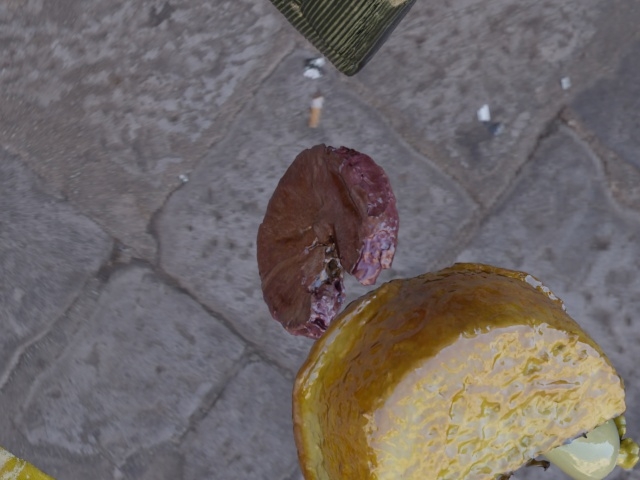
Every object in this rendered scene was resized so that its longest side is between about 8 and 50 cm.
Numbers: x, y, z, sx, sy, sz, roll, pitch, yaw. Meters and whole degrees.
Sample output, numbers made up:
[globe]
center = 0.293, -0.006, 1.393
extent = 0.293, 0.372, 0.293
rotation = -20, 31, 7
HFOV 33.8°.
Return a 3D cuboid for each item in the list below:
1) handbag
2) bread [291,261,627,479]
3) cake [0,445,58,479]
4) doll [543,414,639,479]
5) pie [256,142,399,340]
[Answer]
[handbag]
center = 0.052, -0.414, 1.406
extent = 0.240, 0.247, 0.340
rotation = 40, 45, -7
[bread]
center = 0.090, 0.094, 0.724
extent = 0.229, 0.143, 0.139
rotation = -25, 118, -14
[cake]
center = -0.419, 0.323, 1.343
extent = 0.185, 0.080, 0.116
rotation = 47, 45, -18
[doll]
center = 0.343, 0.273, 1.527
extent = 0.296, 0.117, 0.141
rotation = 23, 41, -39
[pie]
center = 0.000, 0.000, 1.144
extent = 0.054, 0.204, 0.218
rotation = 8, 122, -34
